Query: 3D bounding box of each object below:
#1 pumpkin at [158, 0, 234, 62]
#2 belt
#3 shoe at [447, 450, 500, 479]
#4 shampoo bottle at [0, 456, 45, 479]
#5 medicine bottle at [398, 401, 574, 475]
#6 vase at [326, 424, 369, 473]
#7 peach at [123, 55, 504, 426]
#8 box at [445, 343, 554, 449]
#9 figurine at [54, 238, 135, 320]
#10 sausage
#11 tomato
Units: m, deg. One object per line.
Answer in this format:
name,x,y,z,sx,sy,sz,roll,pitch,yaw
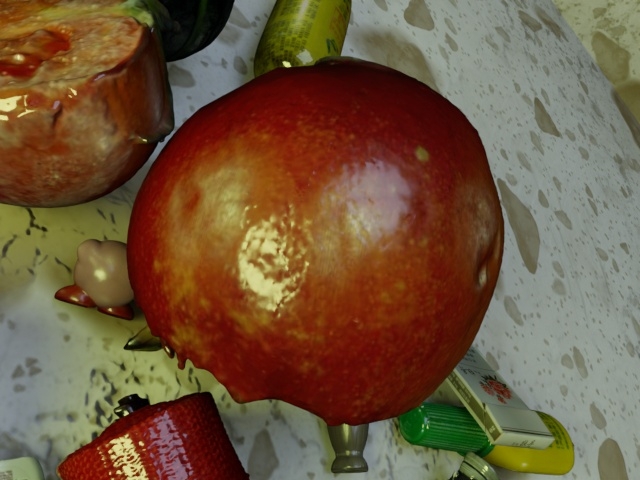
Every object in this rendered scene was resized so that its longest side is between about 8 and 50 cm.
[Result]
pumpkin,-0.216,-0.333,0.714,0.250,0.216,0.249,12,41,-11
belt,-0.131,0.183,0.489,0.128,0.201,0.124,-22,79,-22
shoe,0.189,0.360,0.778,0.099,0.071,0.169,-25,108,-22
shampoo bottle,-0.239,0.245,0.456,0.077,0.045,0.151,3,62,-45
medicine bottle,0.237,0.274,0.865,0.309,0.076,0.111,17,21,-32
vase,0.033,0.221,0.725,0.053,0.053,0.100,19,58,-35
peach,0.011,-0.016,0.605,0.406,0.335,0.310,0,107,-61
box,0.228,0.207,0.859,0.109,0.029,0.198,18,22,-32
figurine,-0.205,0.036,0.602,0.083,0.067,0.071,33,65,-46
sausage,-0.023,-0.322,0.952,0.123,0.123,0.347,33,47,-24
tomato,-0.263,-0.121,0.547,0.309,0.309,0.170,-60,152,-45
